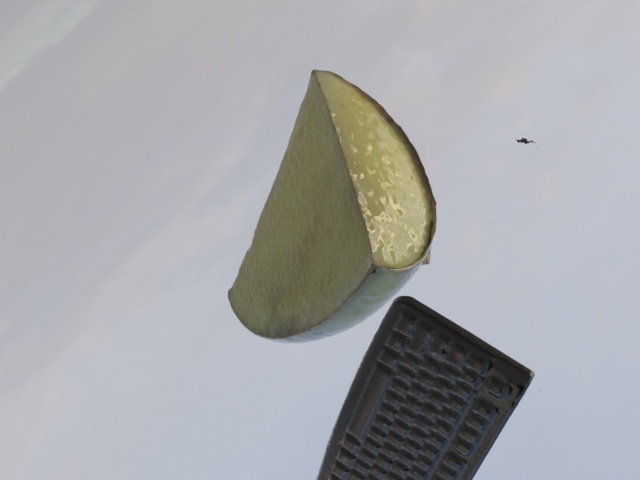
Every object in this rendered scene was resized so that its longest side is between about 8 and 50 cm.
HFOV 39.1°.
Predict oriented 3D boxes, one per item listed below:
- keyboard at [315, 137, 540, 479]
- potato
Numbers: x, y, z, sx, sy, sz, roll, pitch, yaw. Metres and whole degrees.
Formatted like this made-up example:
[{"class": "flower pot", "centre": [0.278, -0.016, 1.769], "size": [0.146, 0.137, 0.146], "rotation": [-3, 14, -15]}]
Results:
[{"class": "keyboard", "centre": [0.065, 0.114, 0.570], "size": [0.041, 0.103, 0.381], "rotation": [-35, 151, -54]}, {"class": "potato", "centre": [0.000, 0.000, 0.975], "size": [0.255, 0.112, 0.269], "rotation": [-48, -138, 39]}]
